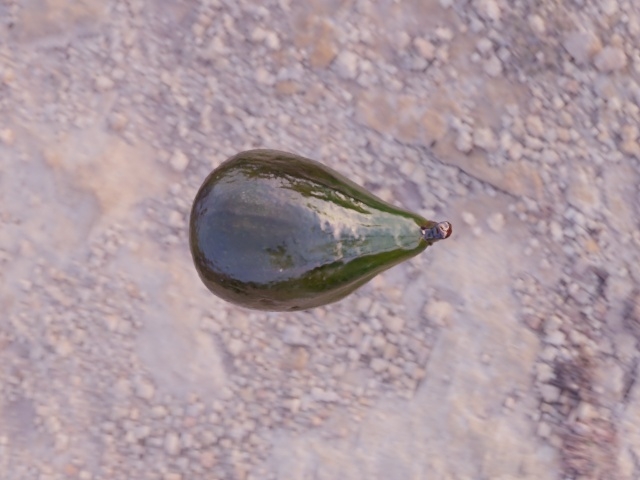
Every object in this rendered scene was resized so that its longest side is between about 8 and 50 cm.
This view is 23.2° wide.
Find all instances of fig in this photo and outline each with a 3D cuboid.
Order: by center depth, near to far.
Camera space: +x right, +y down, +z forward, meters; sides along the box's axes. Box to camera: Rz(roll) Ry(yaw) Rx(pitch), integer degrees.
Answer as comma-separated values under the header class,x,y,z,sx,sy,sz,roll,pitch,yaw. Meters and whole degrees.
class,x,y,z,sx,sy,sz,roll,pitch,yaw
fig,0.000,0.000,1.062,0.177,0.117,0.117,9,82,10
